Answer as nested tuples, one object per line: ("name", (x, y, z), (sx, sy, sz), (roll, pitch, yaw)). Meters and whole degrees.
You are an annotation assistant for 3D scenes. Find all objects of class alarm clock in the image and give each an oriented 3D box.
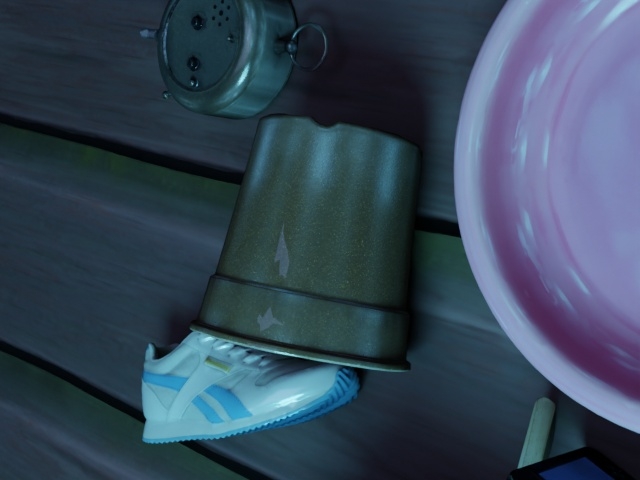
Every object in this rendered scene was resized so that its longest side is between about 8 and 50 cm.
("alarm clock", (-0.071, -0.170, 0.848), (0.192, 0.064, 0.129), (10, 95, 35))

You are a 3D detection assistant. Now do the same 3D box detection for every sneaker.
("sneaker", (-0.070, 0.116, 0.823), (0.228, 0.087, 0.092), (-13, 79, 36))

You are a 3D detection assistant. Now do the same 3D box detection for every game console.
("game console", (0.191, 0.143, 0.588), (0.107, 0.122, 0.071), (38, 111, 34))

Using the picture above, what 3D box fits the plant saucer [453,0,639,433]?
("plant saucer", (0.239, -0.048, 0.579), (0.332, 0.084, 0.332), (-1, 88, 40))

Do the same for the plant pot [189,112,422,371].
("plant pot", (0.000, 0.000, 0.732), (0.167, 0.167, 0.165), (8, 86, 39))

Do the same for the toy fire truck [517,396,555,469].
("toy fire truck", (0.077, 0.238, 0.665), (0.246, 0.217, 0.159), (-24, 69, -8))
